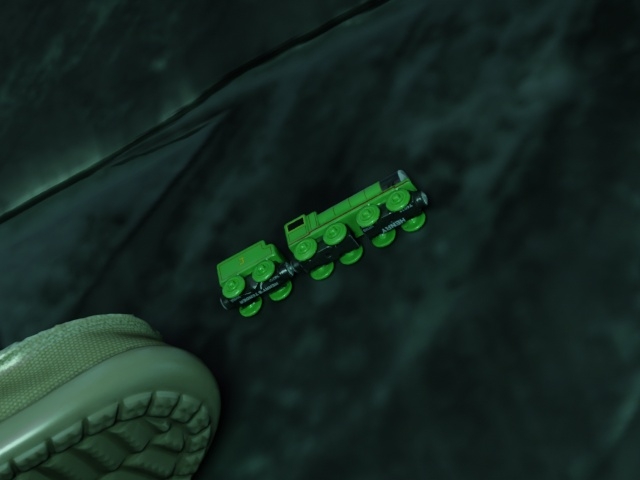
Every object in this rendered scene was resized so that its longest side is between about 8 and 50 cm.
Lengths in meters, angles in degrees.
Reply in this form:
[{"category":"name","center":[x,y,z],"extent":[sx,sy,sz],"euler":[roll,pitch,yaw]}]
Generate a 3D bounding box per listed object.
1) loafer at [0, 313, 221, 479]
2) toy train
[{"category":"loafer","center":[-0.159,0.090,0.683],"extent":[0.268,0.102,0.092],"euler":[-29,58,13]},{"category":"toy train","center":[0.000,0.000,0.698],"extent":[0.083,0.017,0.024],"euler":[-28,42,13]}]
